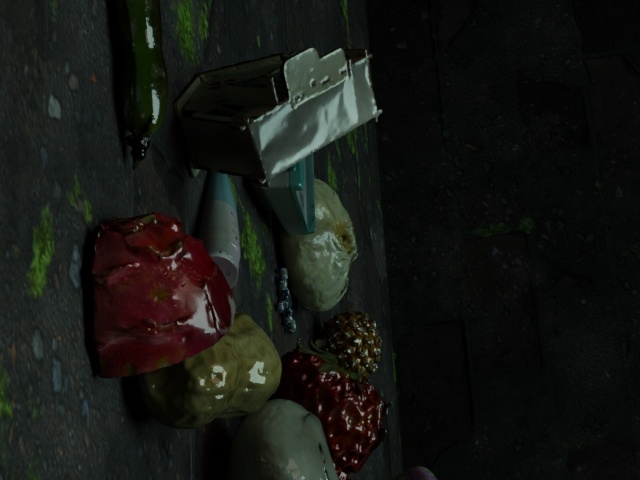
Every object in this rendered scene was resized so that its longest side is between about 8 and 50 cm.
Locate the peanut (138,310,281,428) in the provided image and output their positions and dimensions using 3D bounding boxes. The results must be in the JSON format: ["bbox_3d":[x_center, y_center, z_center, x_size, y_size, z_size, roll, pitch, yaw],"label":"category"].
[{"bbox_3d":[-0.136,0.169,1.552,0.291,0.159,0.143,-12,102,-80],"label":"peanut"}]

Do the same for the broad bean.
[{"bbox_3d":[-0.239,-0.260,1.568,0.077,0.061,0.339,15,68,-67],"label":"broad bean"}]

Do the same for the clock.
[{"bbox_3d":[-0.079,-0.169,2.295,0.231,0.116,0.262,72,15,-66],"label":"clock"}]

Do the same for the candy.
[{"bbox_3d":[-0.055,0.391,1.785,0.295,0.185,0.296,-17,90,-87],"label":"candy"}]

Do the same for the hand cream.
[{"bbox_3d":[-0.163,-0.032,1.883,0.312,0.070,0.111,-95,172,-60],"label":"hand cream"}]

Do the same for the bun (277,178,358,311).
[{"bbox_3d":[0.000,0.000,2.481,0.287,0.146,0.287,-9,90,-81],"label":"bun"}]

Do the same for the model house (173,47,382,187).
[{"bbox_3d":[-0.096,-0.218,1.879,0.326,0.244,0.169,-34,119,-41],"label":"model house"}]

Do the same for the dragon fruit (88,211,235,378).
[{"bbox_3d":[-0.190,0.055,1.439,0.262,0.189,0.163,-80,-169,-70],"label":"dragon fruit"}]

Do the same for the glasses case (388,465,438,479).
[{"bbox_3d":[0.122,0.564,2.358,0.075,0.316,0.123,-5,59,-56],"label":"glasses case"}]

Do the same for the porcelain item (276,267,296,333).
[{"bbox_3d":[-0.074,0.125,2.333,0.075,0.021,0.136,-44,126,-72],"label":"porcelain item"}]

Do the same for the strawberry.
[{"bbox_3d":[-0.045,0.309,1.991,0.150,0.280,0.253,17,23,-43],"label":"strawberry"}]

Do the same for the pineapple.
[{"bbox_3d":[0.040,0.238,2.661,0.161,0.136,0.176,-35,-122,51],"label":"pineapple"}]
